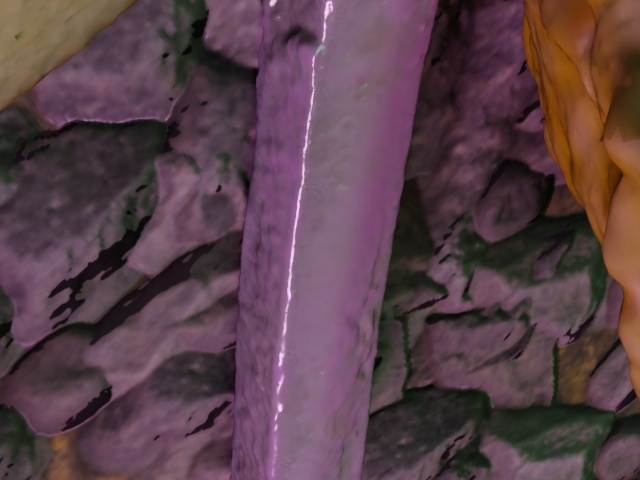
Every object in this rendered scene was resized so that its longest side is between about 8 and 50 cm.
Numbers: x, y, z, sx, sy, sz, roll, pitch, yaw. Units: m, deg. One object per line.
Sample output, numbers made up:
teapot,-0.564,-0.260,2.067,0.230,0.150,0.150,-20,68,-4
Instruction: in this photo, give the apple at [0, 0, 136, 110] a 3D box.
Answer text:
apple,-0.154,-0.123,0.532,0.346,0.179,0.254,-35,130,-28

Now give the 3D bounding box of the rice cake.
rice cake,0.000,0.000,0.844,0.072,0.056,0.365,-12,127,-29

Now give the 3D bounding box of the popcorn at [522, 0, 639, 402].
popcorn,0.267,-0.079,0.784,0.354,0.390,0.344,-5,112,2
